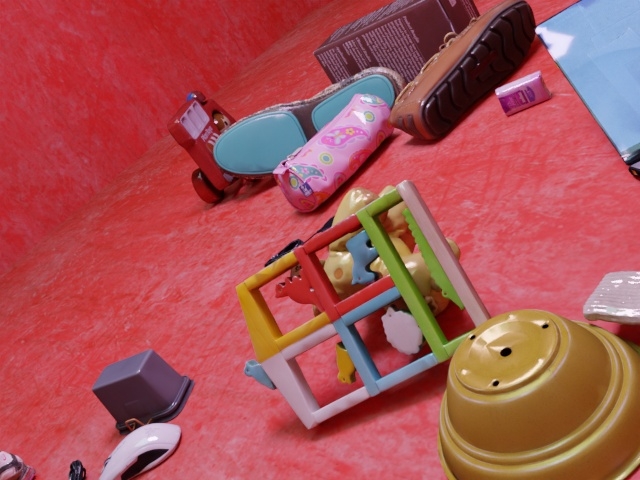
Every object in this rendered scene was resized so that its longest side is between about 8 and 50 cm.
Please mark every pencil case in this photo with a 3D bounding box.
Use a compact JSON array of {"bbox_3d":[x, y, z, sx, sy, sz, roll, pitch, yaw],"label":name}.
[{"bbox_3d":[0.029,-0.182,1.391,0.284,0.124,0.124,-45,25,-24],"label":"pencil case"}]

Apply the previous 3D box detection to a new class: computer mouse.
[{"bbox_3d":[0.000,0.000,1.196,0.242,0.041,0.071,-30,14,28],"label":"computer mouse"},{"bbox_3d":[-0.285,0.309,0.965,0.193,0.042,0.106,-33,22,4],"label":"computer mouse"}]

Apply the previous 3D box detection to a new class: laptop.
[{"bbox_3d":[0.486,-0.257,0.751,0.382,0.236,0.408,-29,4,15],"label":"laptop"}]

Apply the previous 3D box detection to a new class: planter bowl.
[{"bbox_3d":[0.185,0.128,0.623,0.217,0.090,0.217,-29,23,14],"label":"planter bowl"}]

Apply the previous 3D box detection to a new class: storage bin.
[{"bbox_3d":[-0.282,0.232,1.050,0.135,0.091,0.098,-23,26,27],"label":"storage bin"}]

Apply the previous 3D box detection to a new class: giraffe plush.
[{"bbox_3d":[0.095,0.038,0.851,0.171,0.181,0.210,22,36,37],"label":"giraffe plush"}]

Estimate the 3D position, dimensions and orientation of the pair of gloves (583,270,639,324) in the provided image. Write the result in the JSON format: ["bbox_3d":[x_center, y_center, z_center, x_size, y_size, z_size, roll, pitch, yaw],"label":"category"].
[{"bbox_3d":[0.377,0.005,0.624,0.240,0.042,0.204,-39,23,-27],"label":"pair of gloves"}]

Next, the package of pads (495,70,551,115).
[{"bbox_3d":[0.352,-0.256,1.187,0.083,0.050,0.032,-19,28,31],"label":"package of pads"}]

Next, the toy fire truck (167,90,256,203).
[{"bbox_3d":[-0.271,-0.264,1.779,0.169,0.253,0.302,-25,25,21],"label":"toy fire truck"}]

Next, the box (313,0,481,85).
[{"bbox_3d":[0.188,-0.457,1.618,0.382,0.191,0.143,-8,35,46],"label":"box"}]

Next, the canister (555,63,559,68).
[{"bbox_3d":[0.497,-0.371,1.187,0.170,0.073,0.126,-46,26,-27],"label":"canister"}]

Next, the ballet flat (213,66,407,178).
[{"bbox_3d":[-0.014,-0.268,1.616,0.483,0.163,0.182,-20,5,18],"label":"ballet flat"}]

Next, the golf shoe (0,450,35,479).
[{"bbox_3d":[-0.559,0.392,1.123,0.186,0.086,0.067,-28,25,19],"label":"golf shoe"}]

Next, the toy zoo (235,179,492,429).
[{"bbox_3d":[0.026,0.088,0.784,0.293,0.192,0.030,-31,-10,20],"label":"toy zoo"}]

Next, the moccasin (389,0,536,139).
[{"bbox_3d":[0.287,-0.346,1.364,0.380,0.139,0.147,-50,35,-11],"label":"moccasin"}]
